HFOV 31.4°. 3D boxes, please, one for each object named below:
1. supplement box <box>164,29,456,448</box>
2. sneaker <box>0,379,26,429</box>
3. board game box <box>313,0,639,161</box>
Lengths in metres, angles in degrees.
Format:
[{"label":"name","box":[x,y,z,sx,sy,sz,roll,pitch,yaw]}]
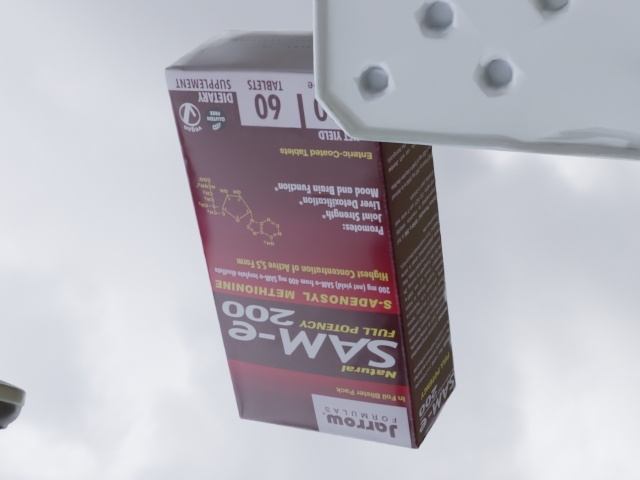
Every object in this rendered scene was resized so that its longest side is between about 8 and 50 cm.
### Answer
[{"label":"supplement box","box":[0.000,0.000,0.675,0.073,0.130,0.239,-48,-45,-50]},{"label":"sneaker","box":[-0.300,0.137,0.724,0.222,0.083,0.118,6,-91,-36]},{"label":"board game box","box":[0.186,-0.208,0.284,0.050,0.389,0.390,-40,-48,-63]}]
